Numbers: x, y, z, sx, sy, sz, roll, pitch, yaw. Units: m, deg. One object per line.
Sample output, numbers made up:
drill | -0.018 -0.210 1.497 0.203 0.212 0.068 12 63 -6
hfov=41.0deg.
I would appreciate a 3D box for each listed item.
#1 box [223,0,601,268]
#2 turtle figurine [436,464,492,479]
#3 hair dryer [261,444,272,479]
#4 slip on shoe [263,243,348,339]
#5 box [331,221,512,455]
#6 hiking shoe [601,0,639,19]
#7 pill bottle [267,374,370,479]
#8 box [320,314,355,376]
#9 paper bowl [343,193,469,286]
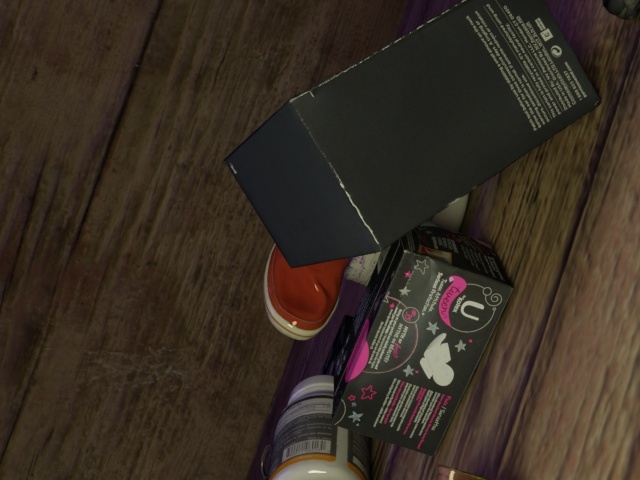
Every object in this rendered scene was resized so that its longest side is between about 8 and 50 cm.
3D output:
box | 0.087 -0.126 1.023 0.312 0.179 0.343 -32 5 -17
turtle figurine | 0.110 0.321 0.780 0.269 0.087 0.217 137 152 -79
hair dryer | -0.060 0.510 1.427 0.293 0.080 0.223 -121 13 -56
slip on shoe | 0.000 0.000 1.296 0.101 0.123 0.331 122 171 -55
box | 0.122 0.115 1.085 0.163 0.142 0.247 -83 14 -71
hiking shoe | 0.295 -0.311 0.928 0.227 0.114 0.086 -80 9 -57
pill bottle | 0.001 0.348 1.395 0.278 0.162 0.162 -83 13 -67
box | 0.054 0.252 1.619 0.180 0.077 0.147 -83 12 -64
paper bowl | 0.143 -0.051 1.395 0.284 0.148 0.284 -162 90 -84
